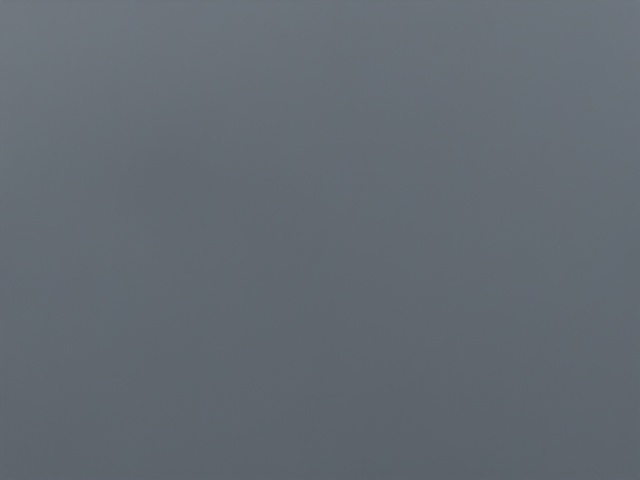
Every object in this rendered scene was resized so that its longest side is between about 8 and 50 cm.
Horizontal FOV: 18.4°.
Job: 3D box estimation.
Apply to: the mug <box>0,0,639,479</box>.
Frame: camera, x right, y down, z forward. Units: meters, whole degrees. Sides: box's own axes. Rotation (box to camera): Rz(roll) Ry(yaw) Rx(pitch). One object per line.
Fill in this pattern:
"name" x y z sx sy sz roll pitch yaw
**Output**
"mug" -0.021 0.051 0.309 0.276 0.328 0.374 -2 44 -16
